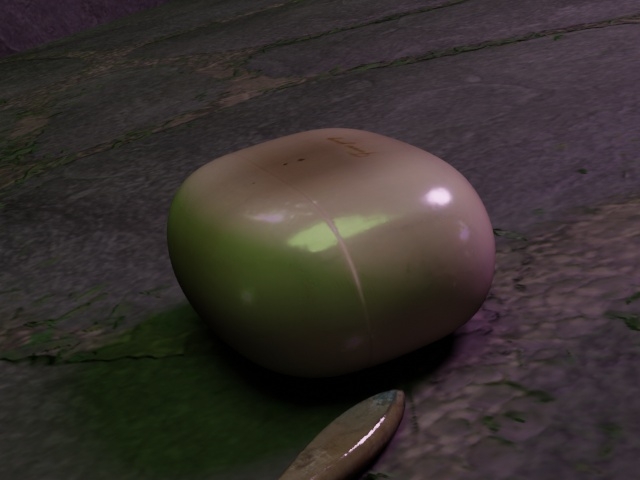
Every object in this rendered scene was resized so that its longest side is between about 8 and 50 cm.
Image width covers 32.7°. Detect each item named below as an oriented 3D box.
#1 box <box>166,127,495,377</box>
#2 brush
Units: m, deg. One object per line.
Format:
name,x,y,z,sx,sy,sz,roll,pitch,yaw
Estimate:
box,0.000,0.000,0.552,0.146,0.088,0.200,-18,19,-16
brush,-0.021,0.102,0.392,0.070,0.021,0.196,4,26,36
